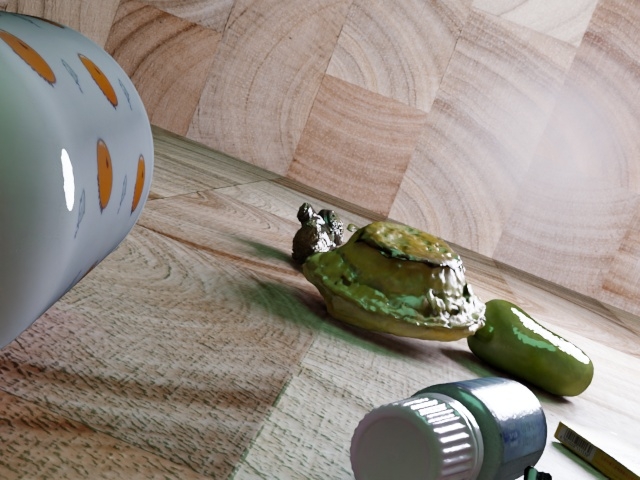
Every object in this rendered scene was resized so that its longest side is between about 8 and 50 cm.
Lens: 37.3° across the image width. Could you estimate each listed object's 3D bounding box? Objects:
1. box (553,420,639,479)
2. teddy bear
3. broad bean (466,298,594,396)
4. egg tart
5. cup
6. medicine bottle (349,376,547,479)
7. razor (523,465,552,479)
[{"bbox_3d":[0.305,0.222,0.911,0.087,0.023,0.155,20,7,-31],"label":"box"},{"bbox_3d":[-0.008,0.004,1.424,0.119,0.078,0.160,62,18,-10],"label":"teddy bear"},{"bbox_3d":[0.260,0.133,1.200,0.174,0.082,0.124,26,10,35],"label":"broad bean"},{"bbox_3d":[0.096,0.043,1.166,0.241,0.106,0.241,12,19,-4],"label":"egg tart"},{"bbox_3d":[-0.230,-0.044,0.588,0.212,0.212,0.317,21,8,-6],"label":"cup"},{"bbox_3d":[0.095,0.141,0.666,0.083,0.083,0.203,25,7,28],"label":"medicine bottle"},{"bbox_3d":[0.240,0.228,0.604,0.253,0.042,0.082,23,28,3],"label":"razor"}]
